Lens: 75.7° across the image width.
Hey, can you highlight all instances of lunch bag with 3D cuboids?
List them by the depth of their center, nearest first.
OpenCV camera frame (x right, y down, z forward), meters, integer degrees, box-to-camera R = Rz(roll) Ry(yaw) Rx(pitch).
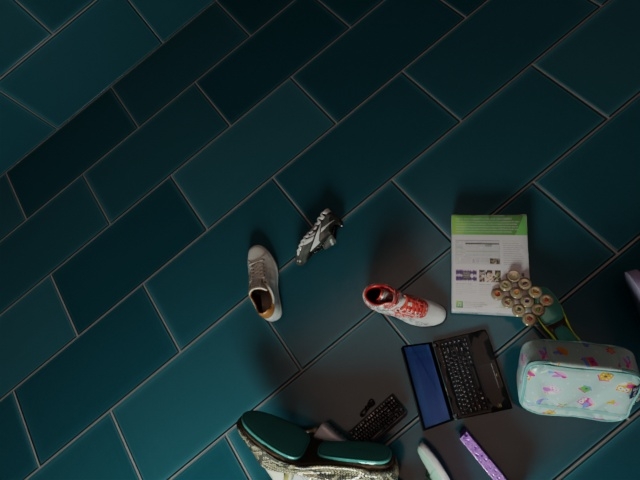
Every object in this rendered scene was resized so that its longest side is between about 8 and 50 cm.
[{"bbox_3d":[0.679,0.379,1.093,0.278,0.224,0.108,2,33,17],"label":"lunch bag"}]

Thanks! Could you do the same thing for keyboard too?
[{"bbox_3d":[0.165,0.545,1.259,0.180,0.023,0.108,-39,49,-5],"label":"keyboard"}]

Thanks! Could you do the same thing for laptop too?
[{"bbox_3d":[0.395,0.398,1.198,0.264,0.136,0.235,-16,70,10],"label":"laptop"}]

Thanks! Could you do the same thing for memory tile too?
[{"bbox_3d":[0.595,0.167,1.217,0.113,0.012,0.148,-46,59,-2],"label":"memory tile"}]

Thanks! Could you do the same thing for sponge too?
[{"bbox_3d":[0.462,0.614,1.121,0.031,0.117,0.210,-41,67,1],"label":"sponge"}]

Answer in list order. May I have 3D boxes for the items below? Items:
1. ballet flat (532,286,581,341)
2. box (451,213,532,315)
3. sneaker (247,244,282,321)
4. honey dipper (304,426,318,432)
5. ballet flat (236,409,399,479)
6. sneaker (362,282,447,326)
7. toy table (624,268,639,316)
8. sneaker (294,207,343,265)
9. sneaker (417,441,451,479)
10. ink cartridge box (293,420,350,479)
[{"bbox_3d":[0.684,0.249,1.200,0.077,0.077,0.231,-23,62,5],"label":"ballet flat"},{"bbox_3d":[0.536,0.074,1.311,0.232,0.058,0.323,1,74,15],"label":"box"},{"bbox_3d":[-0.205,0.135,1.451,0.105,0.123,0.291,-23,67,9],"label":"sneaker"},{"bbox_3d":[-0.084,0.619,1.313,0.160,0.030,0.031,-12,70,8],"label":"honey dipper"},{"bbox_3d":[-0.026,0.633,1.162,0.481,0.164,0.182,7,96,16],"label":"ballet flat"},{"bbox_3d":[0.260,0.204,1.292,0.269,0.145,0.090,13,76,18],"label":"sneaker"},{"bbox_3d":[0.948,0.191,1.076,0.160,0.252,0.275,-20,80,25],"label":"toy table"},{"bbox_3d":[0.000,0.000,1.463,0.106,0.078,0.234,30,80,24],"label":"sneaker"},{"bbox_3d":[0.301,0.711,1.142,0.151,0.094,0.256,-27,69,1],"label":"sneaker"},{"bbox_3d":[0.043,0.776,1.206,0.324,0.071,0.330,34,87,21],"label":"ink cartridge box"}]
